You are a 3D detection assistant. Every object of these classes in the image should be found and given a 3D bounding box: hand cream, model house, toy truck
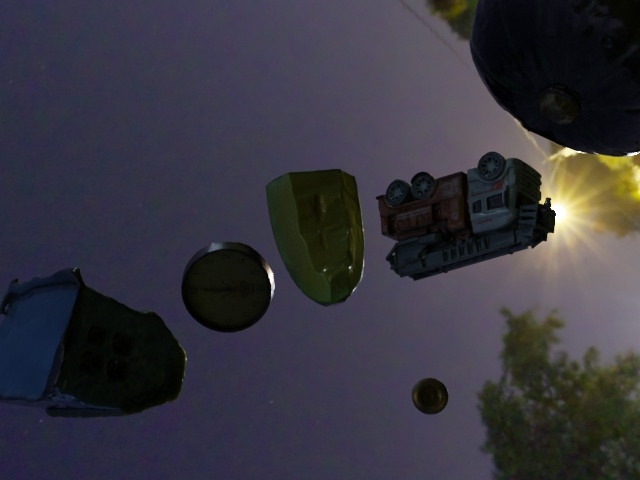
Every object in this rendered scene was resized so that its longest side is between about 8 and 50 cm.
[{"bbox_3d":[0.255,0.373,1.663,0.203,0.084,0.083,78,168,-80],"label":"hand cream"},{"bbox_3d":[-0.399,0.212,1.205,0.303,0.237,0.215,38,-128,-44],"label":"model house"},{"bbox_3d":[0.273,-0.039,1.274,0.133,0.338,0.184,20,-116,-45],"label":"toy truck"}]

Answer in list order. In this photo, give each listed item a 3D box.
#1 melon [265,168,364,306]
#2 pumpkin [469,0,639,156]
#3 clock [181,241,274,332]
[{"bbox_3d":[0.000,0.000,1.392,0.124,0.196,0.323,84,177,-62],"label":"melon"},{"bbox_3d":[0.332,-0.237,0.846,0.238,0.315,0.315,-48,-70,-21],"label":"pumpkin"},{"bbox_3d":[-0.183,0.094,1.348,0.184,0.185,0.040,53,-173,-14],"label":"clock"}]
